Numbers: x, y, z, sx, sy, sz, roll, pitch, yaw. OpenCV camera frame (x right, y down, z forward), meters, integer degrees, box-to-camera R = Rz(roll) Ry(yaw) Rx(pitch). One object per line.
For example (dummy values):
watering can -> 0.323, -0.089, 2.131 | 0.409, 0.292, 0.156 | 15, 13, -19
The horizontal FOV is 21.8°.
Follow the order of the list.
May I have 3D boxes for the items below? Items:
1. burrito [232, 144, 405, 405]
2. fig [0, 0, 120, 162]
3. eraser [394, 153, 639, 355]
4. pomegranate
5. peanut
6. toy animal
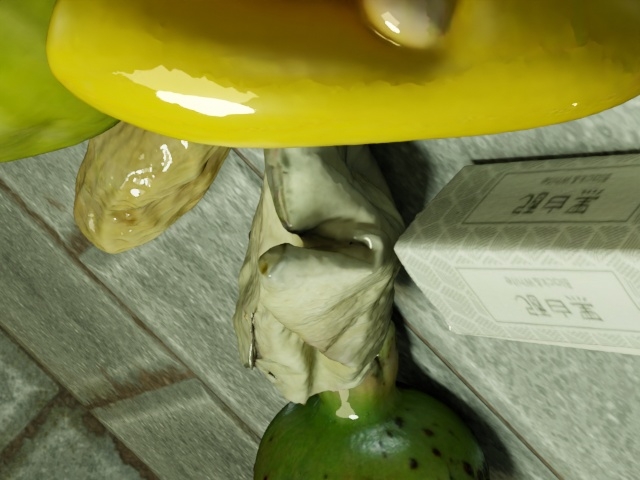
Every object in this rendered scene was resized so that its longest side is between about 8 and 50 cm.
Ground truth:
burrito -> 0.001, 0.003, 1.325 | 0.135, 0.190, 0.332 | 8, 160, -1
fig -> -0.208, -0.204, 1.062 | 0.343, 0.343, 0.343 | 37, 160, 16
eraser -> 0.195, 0.009, 1.027 | 0.096, 0.098, 0.404 | 50, 159, -18
pomegranate -> 0.031, 0.204, 1.605 | 0.306, 0.242, 0.242 | 66, 157, -5
peanut -> -0.119, -0.091, 1.292 | 0.110, 0.196, 0.233 | 27, 159, -2
toy animal -> 0.044, -0.186, 0.786 | 0.278, 0.345, 0.246 | 8, 111, 27
